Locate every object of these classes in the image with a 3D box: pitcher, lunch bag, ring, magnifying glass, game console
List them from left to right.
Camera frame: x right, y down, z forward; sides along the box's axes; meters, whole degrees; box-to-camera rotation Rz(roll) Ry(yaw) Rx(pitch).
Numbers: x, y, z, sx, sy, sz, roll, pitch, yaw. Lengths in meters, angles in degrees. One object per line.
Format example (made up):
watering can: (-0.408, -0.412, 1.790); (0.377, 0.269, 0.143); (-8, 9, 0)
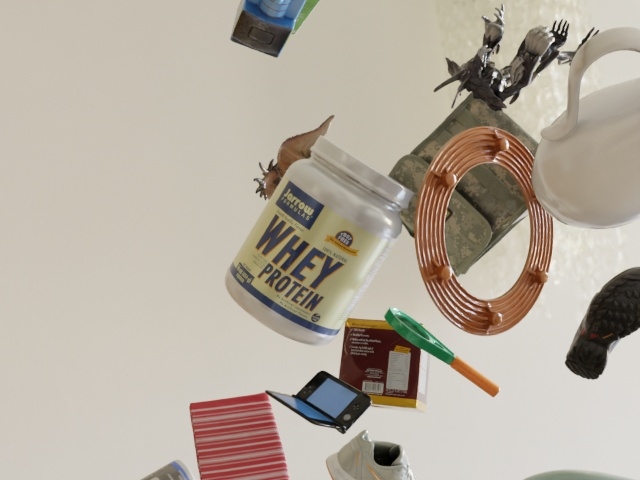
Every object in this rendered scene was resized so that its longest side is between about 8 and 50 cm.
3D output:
game console: (-0.003, 0.238, 1.107); (0.122, 0.107, 0.071); (22, -36, 45)
magnifying glass: (0.207, 0.190, 1.240); (0.231, 0.026, 0.092); (38, 10, 6)
lunch bag: (0.276, -0.100, 1.372); (0.287, 0.235, 0.169); (-45, -14, 6)
ring: (0.277, -0.015, 1.149); (0.336, 0.336, 0.032); (11, -6, -37)
pitcher: (0.264, -0.100, 0.649); (0.178, 0.125, 0.207); (19, -29, -14)

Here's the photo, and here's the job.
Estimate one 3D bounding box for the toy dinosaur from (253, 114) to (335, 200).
toy dinosaur: (-0.062, -0.172, 1.697); (0.200, 0.127, 0.295); (27, -49, 13)

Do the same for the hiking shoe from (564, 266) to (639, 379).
hiking shoe: (0.467, 0.116, 1.172); (0.086, 0.114, 0.227); (28, -53, 8)

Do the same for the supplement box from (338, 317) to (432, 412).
supplement box: (0.153, 0.295, 1.707); (0.191, 0.194, 0.129); (2, -17, 19)

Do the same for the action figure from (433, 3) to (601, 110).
action figure: (0.317, -0.307, 1.189); (0.276, 0.164, 0.141); (-21, -45, -23)

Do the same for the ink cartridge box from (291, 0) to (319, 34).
ink cartridge box: (-0.071, -0.523, 1.568); (0.062, 0.109, 0.209); (-1, -27, -36)

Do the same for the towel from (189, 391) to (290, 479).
towel: (-0.191, 0.468, 1.672); (0.199, 0.275, 0.031); (-5, -53, -14)

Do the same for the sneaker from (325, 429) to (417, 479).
sneaker: (0.144, 0.451, 1.367); (0.262, 0.099, 0.121); (33, -71, -21)

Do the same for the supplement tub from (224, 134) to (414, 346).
supplement tub: (0.000, 0.000, 1.305); (0.235, 0.325, 0.235); (31, 8, -5)

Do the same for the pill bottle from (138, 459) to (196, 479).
pill bottle: (-0.246, 0.379, 1.029); (0.137, 0.078, 0.078); (-24, -6, -33)

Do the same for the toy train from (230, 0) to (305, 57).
toy train: (-0.044, -0.294, 0.809); (0.080, 0.105, 0.184); (16, -27, -17)

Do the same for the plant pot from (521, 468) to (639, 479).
plant pot: (0.394, 0.473, 1.060); (0.293, 0.293, 0.235); (16, -3, -43)
